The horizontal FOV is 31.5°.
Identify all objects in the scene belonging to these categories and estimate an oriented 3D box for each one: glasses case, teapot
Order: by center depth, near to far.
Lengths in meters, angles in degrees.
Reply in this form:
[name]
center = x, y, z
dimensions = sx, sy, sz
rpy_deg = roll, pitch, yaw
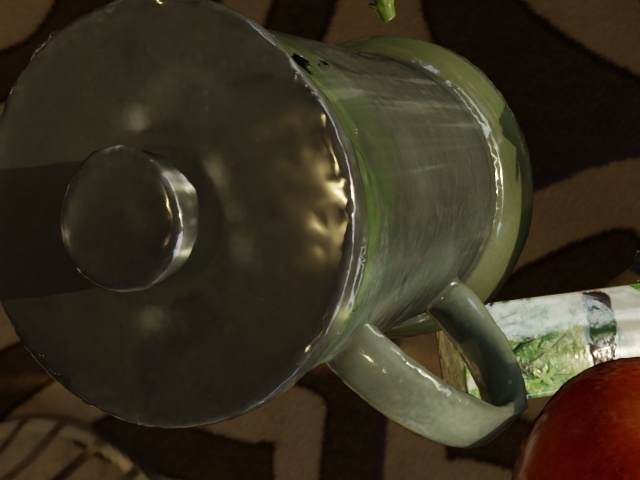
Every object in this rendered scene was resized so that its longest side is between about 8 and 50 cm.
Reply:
[teapot]
center = 0.000, 0.000, 0.597
dimensions = 0.200, 0.337, 0.270
rpy_deg = -45, 78, 19
[glasses case]
center = 0.244, 0.092, 1.053
dimensions = 0.272, 0.062, 0.095
rpy_deg = -7, 85, -17

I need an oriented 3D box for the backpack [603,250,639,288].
[backpack]
center = 0.489, 0.168, 1.367
dimensions = 0.353, 0.201, 0.378
rpy_deg = -13, 107, -9

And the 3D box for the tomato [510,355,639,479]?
[tomato]
center = 0.216, 0.220, 0.579
dimensions = 0.293, 0.325, 0.290
rpy_deg = 18, 105, 6

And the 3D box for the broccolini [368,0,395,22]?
[broccolini]
center = 0.009, -0.254, 0.850
dimensions = 0.054, 0.052, 0.194
rpy_deg = -15, 95, 31
